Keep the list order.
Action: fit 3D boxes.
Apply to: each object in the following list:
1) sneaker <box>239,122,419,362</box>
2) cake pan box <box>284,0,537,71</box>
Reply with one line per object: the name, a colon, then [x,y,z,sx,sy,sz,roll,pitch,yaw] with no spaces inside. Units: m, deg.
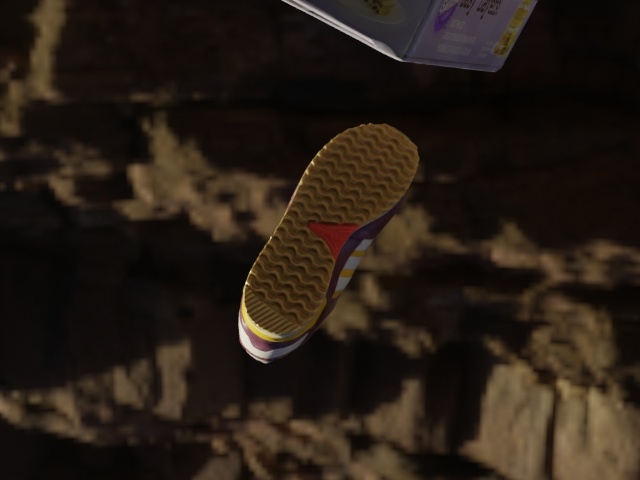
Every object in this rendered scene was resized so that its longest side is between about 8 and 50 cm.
sneaker: [0.000,0.000,1.303,0.069,0.084,0.185,35,-115,6]
cake pan box: [-0.019,-0.184,1.107,0.267,0.070,0.246,29,-170,15]
